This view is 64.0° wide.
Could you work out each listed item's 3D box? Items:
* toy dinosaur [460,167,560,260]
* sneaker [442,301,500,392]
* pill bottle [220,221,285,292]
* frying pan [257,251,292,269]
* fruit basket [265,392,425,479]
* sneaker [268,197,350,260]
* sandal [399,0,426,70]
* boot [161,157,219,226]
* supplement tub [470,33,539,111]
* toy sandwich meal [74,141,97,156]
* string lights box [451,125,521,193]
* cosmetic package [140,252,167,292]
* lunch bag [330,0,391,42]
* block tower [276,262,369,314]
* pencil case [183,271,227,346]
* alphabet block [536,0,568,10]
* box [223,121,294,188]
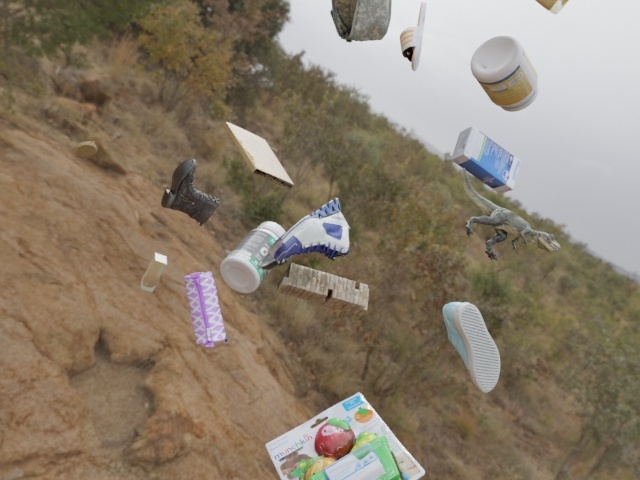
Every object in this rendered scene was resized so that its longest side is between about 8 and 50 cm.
[{"bbox_3d":[0.385,-0.035,1.129,0.268,0.118,0.064,41,-11,14],"label":"toy dinosaur"},{"bbox_3d":[0.563,0.391,1.933,0.135,0.366,0.150,-22,10,-20],"label":"sneaker"},{"bbox_3d":[-0.309,0.070,2.465,0.204,0.204,0.361,32,41,2],"label":"pill bottle"},{"bbox_3d":[-0.122,0.045,1.859,0.053,0.197,0.326,55,-22,-14],"label":"frying pan"},{"bbox_3d":[0.050,0.578,1.374,0.353,0.326,0.166,45,-26,53],"label":"fruit basket"},{"bbox_3d":[0.001,-0.001,1.689,0.315,0.127,0.182,-36,90,-37],"label":"sneaker"},{"bbox_3d":[0.307,-0.689,1.728,0.076,0.266,0.102,7,-19,10],"label":"sandal"},{"bbox_3d":[-0.525,-0.201,2.169,0.229,0.263,0.091,22,20,-40],"label":"boot"},{"bbox_3d":[0.532,-0.472,1.463,0.199,0.144,0.144,29,11,-46],"label":"supplement tub"},{"bbox_3d":[-0.853,-0.335,1.859,0.085,0.085,0.029,14,46,-53],"label":"toy sandwich meal"},{"bbox_3d":[0.628,-0.301,1.933,0.259,0.133,0.076,30,-20,-19],"label":"string lights box"},{"bbox_3d":[-0.544,0.104,1.672,0.041,0.115,0.060,23,15,-27],"label":"cosmetic package"},{"bbox_3d":[0.162,-0.935,2.022,0.168,0.287,0.235,21,29,38],"label":"lunch bag"},{"bbox_3d":[0.017,0.178,1.879,0.335,0.091,0.097,16,59,-13],"label":"block tower"},{"bbox_3d":[-0.315,0.185,1.388,0.086,0.206,0.088,-12,2,4],"label":"pencil case"},{"bbox_3d":[0.530,-0.668,1.180,0.197,0.193,0.192,44,35,10],"label":"alphabet block"},{"bbox_3d":[-0.172,-0.238,1.438,0.164,0.021,0.201,17,35,-54],"label":"box"}]
